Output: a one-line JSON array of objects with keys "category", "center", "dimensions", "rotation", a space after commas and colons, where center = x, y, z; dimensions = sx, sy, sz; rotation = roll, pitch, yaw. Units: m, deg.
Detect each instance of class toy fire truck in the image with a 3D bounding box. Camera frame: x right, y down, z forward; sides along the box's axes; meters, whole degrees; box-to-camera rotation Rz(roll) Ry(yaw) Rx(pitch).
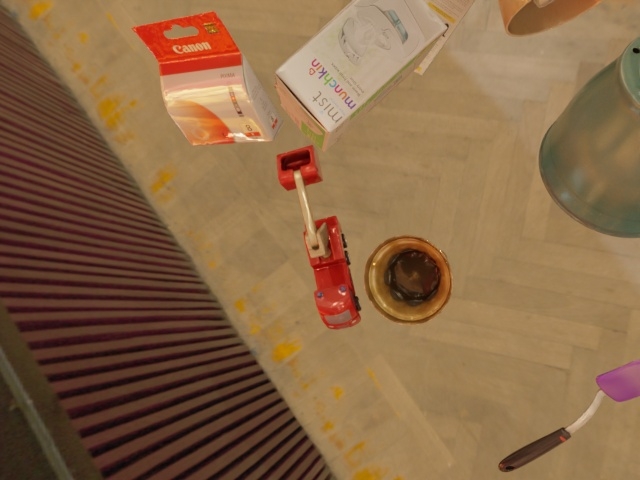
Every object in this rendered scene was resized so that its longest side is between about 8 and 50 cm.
[{"category": "toy fire truck", "center": [0.000, 0.000, 0.806], "dimensions": [0.047, 0.135, 0.192], "rotation": [-15, 65, 9]}]

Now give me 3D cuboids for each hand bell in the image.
[{"category": "hand bell", "center": [0.162, 0.044, 1.040], "dimensions": [0.126, 0.242, 0.126], "rotation": [2, 96, 21]}]

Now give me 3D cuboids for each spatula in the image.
[{"category": "spatula", "center": [0.391, 0.272, 1.032], "dimensions": [0.296, 0.030, 0.084], "rotation": [-42, 118, 16]}]

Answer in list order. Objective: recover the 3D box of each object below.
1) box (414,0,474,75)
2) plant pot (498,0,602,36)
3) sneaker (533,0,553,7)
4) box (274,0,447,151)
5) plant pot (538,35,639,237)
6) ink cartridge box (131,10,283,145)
[{"category": "box", "center": [0.258, -0.509, 1.546], "dimensions": [0.100, 0.060, 0.244], "rotation": [28, 113, -20]}, {"category": "plant pot", "center": [0.458, -0.613, 1.408], "dimensions": [0.256, 0.256, 0.274], "rotation": [-20, 82, 7]}, {"category": "sneaker", "center": [0.118, -0.165, 0.323], "dimensions": [0.061, 0.152, 0.054], "rotation": [-25, 73, 10]}, {"category": "box", "center": [0.050, -0.272, 1.074], "dimensions": [0.231, 0.262, 0.127], "rotation": [-43, 92, -1]}, {"category": "plant pot", "center": [0.519, -0.179, 1.076], "dimensions": [0.271, 0.255, 0.272], "rotation": [0, 65, 0]}, {"category": "ink cartridge box", "center": [-0.148, -0.198, 0.868], "dimensions": [0.145, 0.179, 0.045], "rotation": [3, 56, 32]}]
